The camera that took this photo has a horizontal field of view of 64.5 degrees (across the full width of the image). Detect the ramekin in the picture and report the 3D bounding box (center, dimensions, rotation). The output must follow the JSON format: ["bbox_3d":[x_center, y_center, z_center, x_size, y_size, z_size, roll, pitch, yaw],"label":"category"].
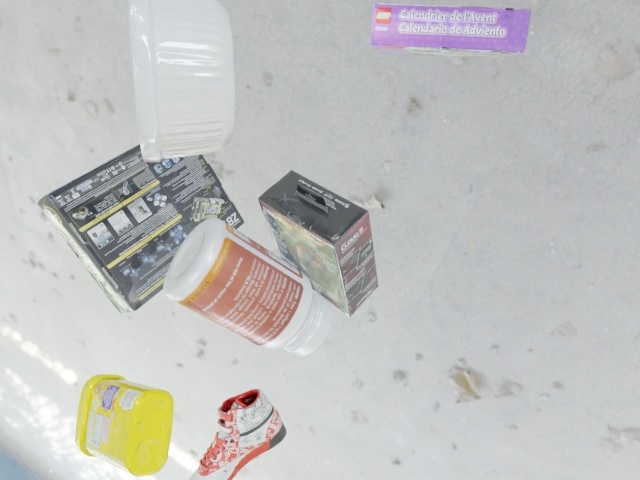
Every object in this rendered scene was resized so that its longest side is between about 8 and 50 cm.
[{"bbox_3d":[-0.169,-0.201,0.623,0.207,0.109,0.207,175,90,-74],"label":"ramekin"}]

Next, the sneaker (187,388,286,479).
[{"bbox_3d":[-0.213,0.440,1.110,0.090,0.270,0.145,13,130,60],"label":"sneaker"}]

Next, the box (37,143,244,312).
[{"bbox_3d":[-0.412,-0.067,1.246,0.097,0.395,0.318,-13,115,47],"label":"box"}]

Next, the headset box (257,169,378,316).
[{"bbox_3d":[0.000,0.000,1.087,0.218,0.110,0.293,31,153,32],"label":"headset box"}]

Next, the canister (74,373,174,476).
[{"bbox_3d":[-0.299,0.277,0.773,0.170,0.073,0.126,-5,77,43],"label":"canister"}]

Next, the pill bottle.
[{"bbox_3d":[-0.090,0.073,0.691,0.216,0.121,0.121,35,140,-28],"label":"pill bottle"}]

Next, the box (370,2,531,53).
[{"bbox_3d":[0.188,-0.317,0.784,0.201,0.293,0.057,5,109,8],"label":"box"}]
